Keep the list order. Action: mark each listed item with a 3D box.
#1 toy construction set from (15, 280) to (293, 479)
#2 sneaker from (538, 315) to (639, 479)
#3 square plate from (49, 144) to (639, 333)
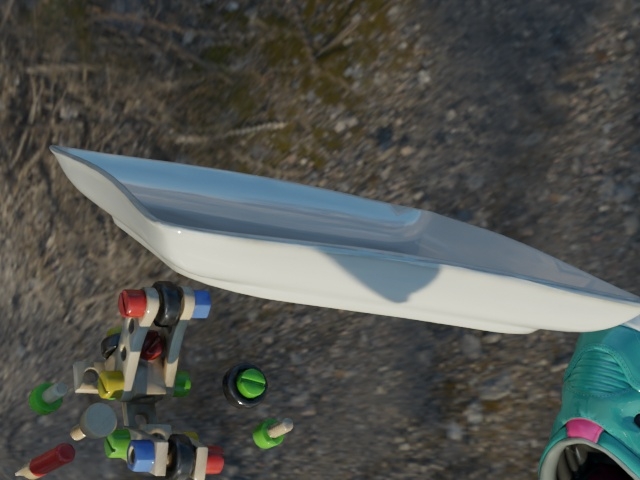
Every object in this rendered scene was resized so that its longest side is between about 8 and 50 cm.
[{"bbox_3d":[-0.252,0.214,1.763,0.309,0.237,0.257,-24,86,-38],"label":"toy construction set"},{"bbox_3d":[0.279,0.204,1.169,0.295,0.123,0.178,49,58,-31],"label":"sneaker"},{"bbox_3d":[0.000,0.000,1.011,0.344,0.347,0.049,9,98,-23],"label":"square plate"}]
